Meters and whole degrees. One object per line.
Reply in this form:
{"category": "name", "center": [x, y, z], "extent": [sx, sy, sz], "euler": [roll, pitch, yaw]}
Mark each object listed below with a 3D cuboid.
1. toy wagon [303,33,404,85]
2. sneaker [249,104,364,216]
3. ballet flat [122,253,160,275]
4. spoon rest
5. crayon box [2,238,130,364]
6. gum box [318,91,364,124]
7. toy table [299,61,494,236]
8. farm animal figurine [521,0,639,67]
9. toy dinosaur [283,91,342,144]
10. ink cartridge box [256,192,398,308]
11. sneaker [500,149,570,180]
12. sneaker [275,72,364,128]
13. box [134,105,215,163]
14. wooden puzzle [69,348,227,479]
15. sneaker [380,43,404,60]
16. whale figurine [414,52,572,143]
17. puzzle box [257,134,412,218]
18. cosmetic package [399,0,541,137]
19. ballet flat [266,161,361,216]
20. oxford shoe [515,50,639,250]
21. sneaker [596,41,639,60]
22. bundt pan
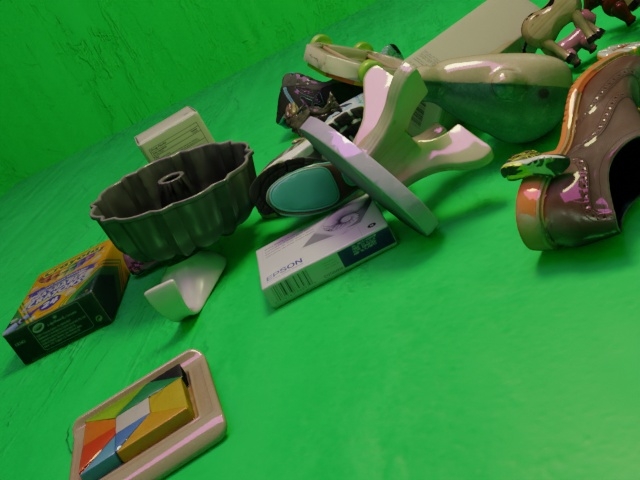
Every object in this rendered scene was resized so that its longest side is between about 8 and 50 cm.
{"category": "toy wagon", "center": [0.139, -0.407, 1.789], "extent": [0.344, 0.068, 0.267], "euler": [2, 25, -29]}
{"category": "sneaker", "center": [-0.005, -0.157, 1.396], "extent": [0.300, 0.111, 0.121], "euler": [-30, 19, -6]}
{"category": "ballet flat", "center": [-0.319, -0.001, 1.605], "extent": [0.221, 0.079, 0.077], "euler": [-26, 22, 8]}
{"category": "spoon rest", "center": [-0.239, 0.082, 1.357], "extent": [0.137, 0.084, 0.276], "euler": [-25, 9, 7]}
{"category": "crayon box", "center": [-0.515, 0.107, 1.604], "extent": [0.203, 0.083, 0.323], "euler": [-26, 22, 6]}
{"category": "gum box", "center": [0.047, -0.248, 1.610], "extent": [0.184, 0.041, 0.157], "euler": [-28, 21, 6]}
{"category": "toy table", "center": [0.113, -0.147, 1.159], "extent": [0.161, 0.274, 0.252], "euler": [-47, -18, 0]}
{"category": "farm animal figurine", "center": [0.507, -0.476, 1.356], "extent": [0.330, 0.172, 0.327], "euler": [-34, -10, -37]}
{"category": "toy dinosaur", "center": [-0.014, -0.247, 1.542], "extent": [0.118, 0.064, 0.268], "euler": [-34, 19, 5]}
{"category": "ink cartridge box", "center": [0.000, 0.000, 1.259], "extent": [0.223, 0.045, 0.224], "euler": [-28, 22, 2]}
{"category": "sneaker", "center": [0.255, -0.095, 0.906], "extent": [0.083, 0.031, 0.035], "euler": [-4, 44, 36]}
{"category": "sneaker", "center": [0.026, -0.332, 1.898], "extent": [0.341, 0.125, 0.140], "euler": [12, 83, 45]}
{"category": "box", "center": [-0.292, -0.163, 1.719], "extent": [0.148, 0.232, 0.127], "euler": [-32, 23, -7]}
{"category": "wooden puzzle", "center": [-0.241, 0.245, 1.020], "extent": [0.221, 0.044, 0.238], "euler": [-32, 22, -7]}
{"category": "sneaker", "center": [0.151, -0.442, 1.999], "extent": [0.098, 0.083, 0.224], "euler": [-21, 24, 32]}
{"category": "whale figurine", "center": [0.265, -0.227, 1.229], "extent": [0.272, 0.141, 0.216], "euler": [-1, 10, -7]}
{"category": "puzzle box", "center": [0.070, -0.189, 1.579], "extent": [0.272, 0.052, 0.409], "euler": [-6, 32, 44]}
{"category": "cosmetic package", "center": [0.281, -0.329, 1.453], "extent": [0.309, 0.160, 0.113], "euler": [-39, 68, -22]}
{"category": "ballet flat", "center": [0.026, -0.099, 1.305], "extent": [0.247, 0.083, 0.087], "euler": [-23, -3, -6]}
{"category": "oxford shoe", "center": [0.380, -0.120, 0.975], "extent": [0.132, 0.130, 0.364], "euler": [0, 46, 44]}
{"category": "sneaker", "center": [0.497, -0.274, 1.219], "extent": [0.084, 0.083, 0.215], "euler": [-1, 17, 42]}
{"category": "bundt pan", "center": [-0.264, -0.068, 1.462], "extent": [0.331, 0.124, 0.331], "euler": [-16, 25, 8]}
